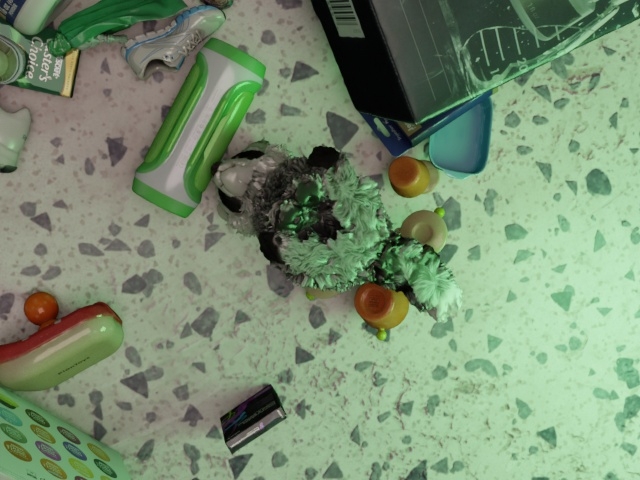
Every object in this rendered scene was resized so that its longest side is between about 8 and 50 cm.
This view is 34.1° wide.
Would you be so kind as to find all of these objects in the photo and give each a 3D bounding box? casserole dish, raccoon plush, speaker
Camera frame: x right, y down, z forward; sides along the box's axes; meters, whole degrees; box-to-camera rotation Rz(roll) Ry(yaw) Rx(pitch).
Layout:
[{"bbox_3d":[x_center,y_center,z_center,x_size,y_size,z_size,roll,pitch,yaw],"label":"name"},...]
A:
[{"bbox_3d":[0.252,-0.199,1.903,0.114,0.037,0.188,10,77,-9],"label":"casserole dish"},{"bbox_3d":[0.000,0.000,1.807,0.216,0.299,0.446,-47,114,-9],"label":"raccoon plush"},{"bbox_3d":[-0.209,-0.193,1.798,0.131,0.131,0.296,28,92,-12],"label":"speaker"}]

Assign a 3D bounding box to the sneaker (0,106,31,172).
[{"bbox_3d":[-0.625,-0.227,1.747,0.297,0.111,0.129,29,79,-18],"label":"sneaker"}]

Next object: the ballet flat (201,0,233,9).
[{"bbox_3d":[-0.234,-0.478,1.781,0.221,0.079,0.077,40,88,-12],"label":"ballet flat"}]

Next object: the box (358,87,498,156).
[{"bbox_3d":[0.188,-0.261,1.873,0.225,0.036,0.136,-35,69,-3],"label":"box"}]

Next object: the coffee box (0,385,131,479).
[{"bbox_3d":[-0.523,0.477,1.693,0.338,0.334,0.338,38,91,-29],"label":"coffee box"}]

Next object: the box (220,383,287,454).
[{"bbox_3d":[-0.121,0.316,1.862,0.116,0.162,0.029,-34,101,-4],"label":"box"}]

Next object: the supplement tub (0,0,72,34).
[{"bbox_3d":[-0.513,-0.507,1.652,0.316,0.228,0.228,40,89,-12],"label":"supplement tub"}]

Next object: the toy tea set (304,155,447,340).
[{"bbox_3d":[0.127,0.009,1.911,0.200,0.124,0.336,38,93,17],"label":"toy tea set"}]

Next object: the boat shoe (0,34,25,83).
[{"bbox_3d":[-0.627,-0.341,1.694,0.302,0.094,0.109,20,95,4],"label":"boat shoe"}]

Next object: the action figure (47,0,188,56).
[{"bbox_3d":[-0.352,-0.368,1.749,0.232,0.137,0.063,-28,139,-16],"label":"action figure"}]

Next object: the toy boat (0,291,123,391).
[{"bbox_3d":[-0.468,0.158,1.811,0.231,0.151,0.151,-29,71,-6],"label":"toy boat"}]

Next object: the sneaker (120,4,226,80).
[{"bbox_3d":[-0.241,-0.331,1.790,0.191,0.071,0.083,-28,65,1],"label":"sneaker"}]

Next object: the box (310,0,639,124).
[{"bbox_3d":[0.220,-0.502,1.666,0.472,0.297,0.479,-27,108,-11],"label":"box"}]

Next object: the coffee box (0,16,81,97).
[{"bbox_3d":[-0.503,-0.315,1.774,0.184,0.040,0.113,13,95,-11],"label":"coffee box"}]
